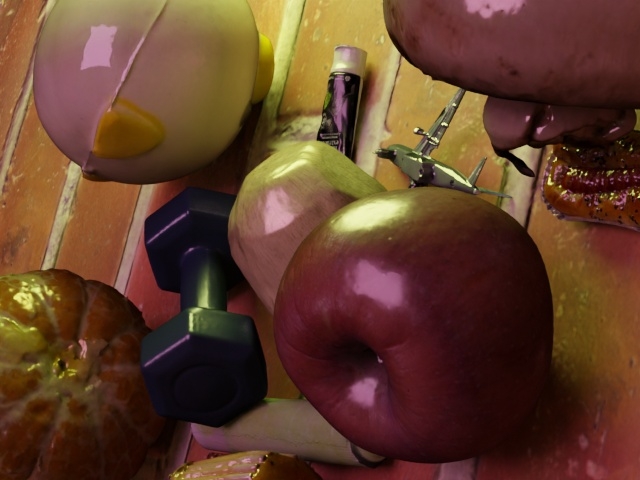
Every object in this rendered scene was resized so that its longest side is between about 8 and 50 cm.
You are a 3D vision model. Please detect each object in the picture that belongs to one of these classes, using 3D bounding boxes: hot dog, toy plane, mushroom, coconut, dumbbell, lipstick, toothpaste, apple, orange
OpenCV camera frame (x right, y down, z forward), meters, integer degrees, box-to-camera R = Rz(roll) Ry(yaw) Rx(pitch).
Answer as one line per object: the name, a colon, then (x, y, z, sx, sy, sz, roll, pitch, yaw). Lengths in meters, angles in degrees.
hot dog: (0.303, -0.064, 1.365, 0.191, 0.059, 0.108, 14, 87, 49)
toy plane: (0.129, -0.082, 1.574, 0.226, 0.058, 0.226, 28, 110, 51)
mushroom: (0.237, -0.195, 1.293, 0.362, 0.362, 0.295, 24, 114, 52)
coconut: (0.000, 0.000, 1.585, 0.224, 0.224, 0.224, -25, 54, 40)
dumbbell: (-0.147, 0.077, 1.693, 0.160, 0.144, 0.325, -37, 32, 20)
lipstick: (-0.035, 0.223, 1.601, 0.304, 0.076, 0.076, -5, 68, 49)
toothpaste: (0.026, -0.154, 1.747, 0.071, 0.045, 0.193, 3, 80, 50)
apple: (0.101, 0.081, 1.359, 0.305, 0.306, 0.235, -3, 27, 49)
orange: (-0.363, 0.198, 1.797, 0.249, 0.329, 0.329, -26, 52, 52)

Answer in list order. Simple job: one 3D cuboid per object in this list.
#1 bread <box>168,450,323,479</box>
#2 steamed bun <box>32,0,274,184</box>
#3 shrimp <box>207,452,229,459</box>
bread: (-0.066, 0.376, 1.480, 0.156, 0.204, 0.288, -11, 66, 27)
steamed bun: (-0.238, -0.235, 1.861, 0.374, 0.334, 0.334, 149, 137, -77)
shrimp: (-0.138, 0.311, 1.706, 0.114, 0.023, 0.083, -30, 65, 34)
